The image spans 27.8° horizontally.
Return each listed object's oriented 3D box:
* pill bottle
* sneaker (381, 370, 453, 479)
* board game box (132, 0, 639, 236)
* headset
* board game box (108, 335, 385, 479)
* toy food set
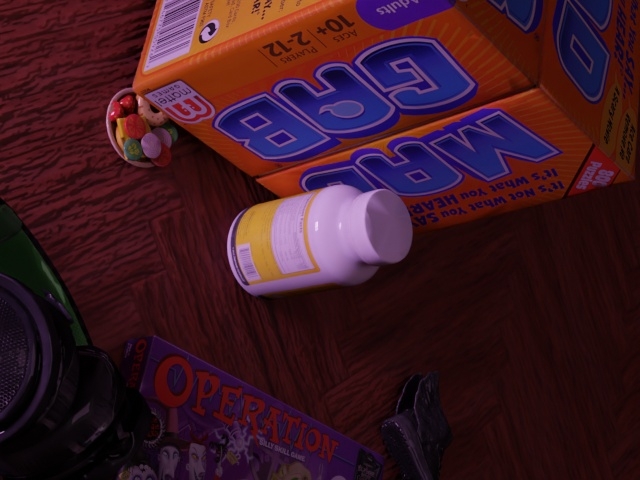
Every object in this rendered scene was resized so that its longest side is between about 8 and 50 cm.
[{"bbox_3d":[0.000,0.000,1.315,0.103,0.184,0.103,13,72,-45],"label":"pill bottle"},{"bbox_3d":[0.124,0.243,1.492,0.089,0.051,0.170,-22,94,-43],"label":"sneaker"},{"bbox_3d":[0.089,-0.253,1.329,0.356,0.356,0.356,35,54,-38],"label":"board game box"},{"bbox_3d":[-0.198,0.110,0.979,0.243,0.185,0.394,57,8,-54],"label":"headset"},{"bbox_3d":[-0.075,0.255,1.278,0.347,0.056,0.208,33,54,-38],"label":"board game box"},{"bbox_3d":[-0.175,-0.111,1.273,0.083,0.020,0.082,-14,91,-49],"label":"toy food set"}]
